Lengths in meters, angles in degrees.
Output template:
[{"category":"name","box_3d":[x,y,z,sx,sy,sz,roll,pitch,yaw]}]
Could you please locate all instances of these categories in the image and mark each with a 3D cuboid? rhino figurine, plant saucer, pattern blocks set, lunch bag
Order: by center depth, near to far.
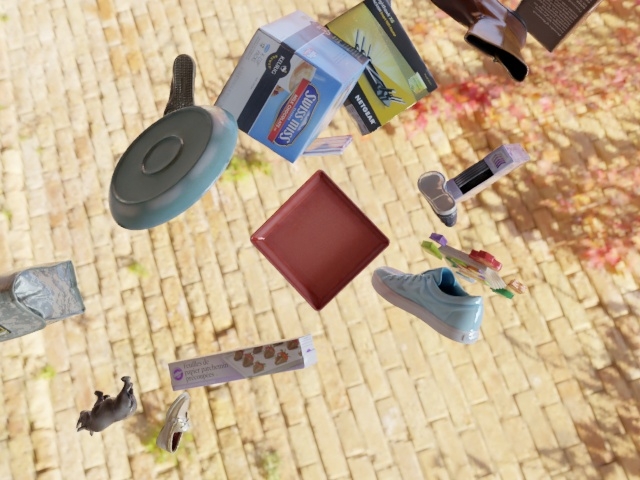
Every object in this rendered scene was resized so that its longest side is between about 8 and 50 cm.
[{"category":"plant saucer","box_3d":[-0.306,-0.159,1.642,0.043,0.318,0.317,50,12,-40]},{"category":"pattern blocks set","box_3d":[0.369,0.067,2.022,0.285,0.026,0.325,24,-9,41]},{"category":"lunch bag","box_3d":[-0.762,0.157,2.030,0.287,0.235,0.169,-14,88,-74]},{"category":"plant saucer","box_3d":[0.000,0.000,2.066,0.259,0.258,0.048,46,8,6]},{"category":"rhino figurine","box_3d":[-0.590,0.465,2.248,0.073,0.243,0.106,29,38,-47]}]

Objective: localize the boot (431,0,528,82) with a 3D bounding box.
[{"category":"boot","box_3d":[0.302,-0.437,1.664,0.264,0.096,0.280,38,33,-9]}]

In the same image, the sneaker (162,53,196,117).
[{"category":"sneaker","box_3d":[-0.301,-0.313,1.808,0.071,0.066,0.188,-110,-149,-79]}]

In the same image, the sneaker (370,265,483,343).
[{"category":"sneaker","box_3d":[0.283,0.121,2.127,0.366,0.135,0.150,30,-69,40]}]

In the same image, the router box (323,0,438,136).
[{"category":"router box","box_3d":[0.136,-0.475,2.224,0.309,0.243,0.081,57,-16,-10]}]

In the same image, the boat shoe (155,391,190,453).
[{"category":"boat shoe","box_3d":[-0.349,0.452,2.035,0.059,0.063,0.170,32,-66,20]}]

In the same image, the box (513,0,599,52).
[{"category":"box","box_3d":[0.555,-0.562,1.707,0.143,0.191,0.381,44,-10,2]}]

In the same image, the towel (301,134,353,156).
[{"category":"towel","box_3d":[0.000,-0.228,2.053,0.197,0.144,0.029,-59,142,-70]}]

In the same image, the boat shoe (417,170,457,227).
[{"category":"boat shoe","box_3d":[0.293,-0.104,2.059,0.206,0.075,0.065,-107,176,-55]}]

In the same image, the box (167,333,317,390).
[{"category":"box","box_3d":[-0.164,0.253,1.705,0.067,0.324,0.063,-4,81,-66]}]

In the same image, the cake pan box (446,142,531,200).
[{"category":"cake pan box","box_3d":[0.478,-0.193,2.430,0.070,0.246,0.267,57,26,7]}]

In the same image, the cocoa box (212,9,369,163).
[{"category":"cocoa box","box_3d":[-0.058,-0.372,1.953,0.228,0.231,0.347,34,25,-1]}]

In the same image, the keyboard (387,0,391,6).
[{"category":"keyboard","box_3d":[0.183,-0.755,2.363,0.072,0.014,0.256,-15,-108,56]}]
